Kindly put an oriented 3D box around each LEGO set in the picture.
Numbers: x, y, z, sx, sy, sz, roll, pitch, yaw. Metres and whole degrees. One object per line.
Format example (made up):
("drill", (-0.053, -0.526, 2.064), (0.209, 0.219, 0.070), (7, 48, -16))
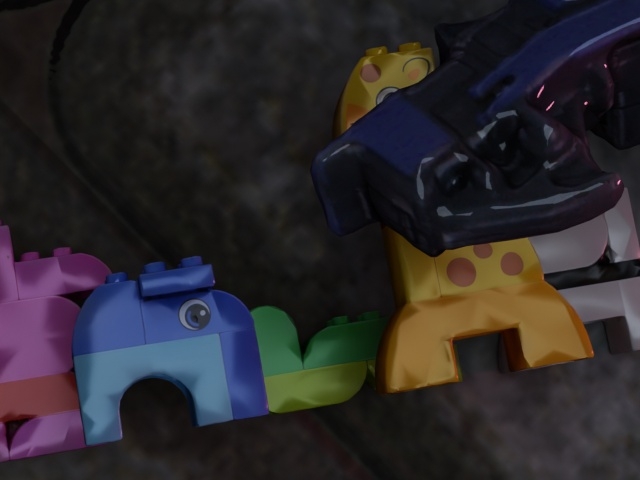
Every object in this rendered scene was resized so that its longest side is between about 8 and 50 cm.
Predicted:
("LEGO set", (0.000, 0.000, 0.411), (0.227, 0.087, 0.093), (-8, 83, -11))

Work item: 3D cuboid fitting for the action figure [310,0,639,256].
("action figure", (0.170, -0.040, 0.390), (0.341, 0.178, 0.330), (-32, 63, -12))
